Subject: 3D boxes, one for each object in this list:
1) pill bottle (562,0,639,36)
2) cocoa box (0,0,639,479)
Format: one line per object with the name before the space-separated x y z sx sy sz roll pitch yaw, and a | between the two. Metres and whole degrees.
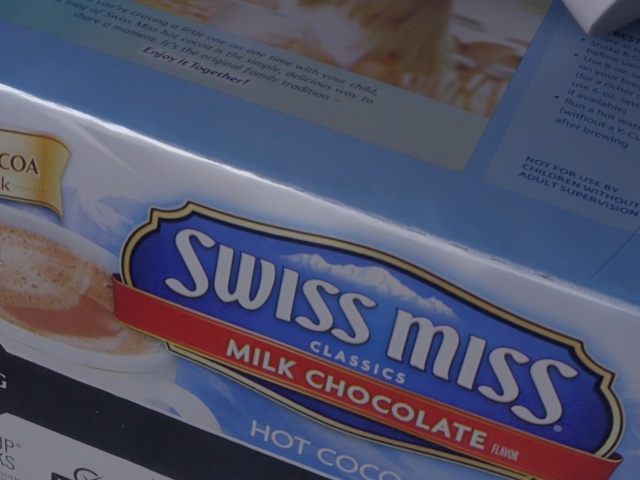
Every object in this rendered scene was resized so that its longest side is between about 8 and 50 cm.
pill bottle | 0.091 -0.182 0.516 0.187 0.112 0.112 58 138 8
cocoa box | 0.000 0.000 0.580 0.347 0.231 0.228 20 129 11
